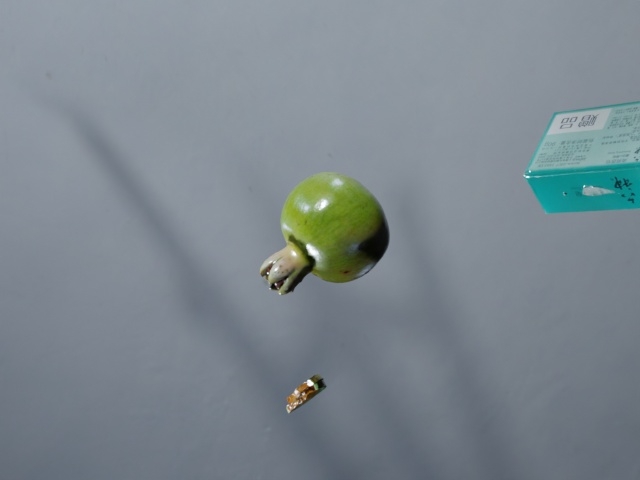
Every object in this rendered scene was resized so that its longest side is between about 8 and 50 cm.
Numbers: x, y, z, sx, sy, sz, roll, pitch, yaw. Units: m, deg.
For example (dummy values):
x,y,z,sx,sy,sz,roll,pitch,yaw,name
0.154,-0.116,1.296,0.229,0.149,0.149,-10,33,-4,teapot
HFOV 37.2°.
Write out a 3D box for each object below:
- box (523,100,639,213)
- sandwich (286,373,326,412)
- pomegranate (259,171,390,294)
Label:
x,y,z,sx,sy,sz,roll,pitch,yaw,name
0.454,-0.128,1.450,0.092,0.245,0.153,53,55,-32,box
-0.024,0.285,1.800,0.067,0.029,0.135,-28,166,-32,sandwich
0.005,-0.012,1.458,0.210,0.179,0.179,-25,127,-39,pomegranate
